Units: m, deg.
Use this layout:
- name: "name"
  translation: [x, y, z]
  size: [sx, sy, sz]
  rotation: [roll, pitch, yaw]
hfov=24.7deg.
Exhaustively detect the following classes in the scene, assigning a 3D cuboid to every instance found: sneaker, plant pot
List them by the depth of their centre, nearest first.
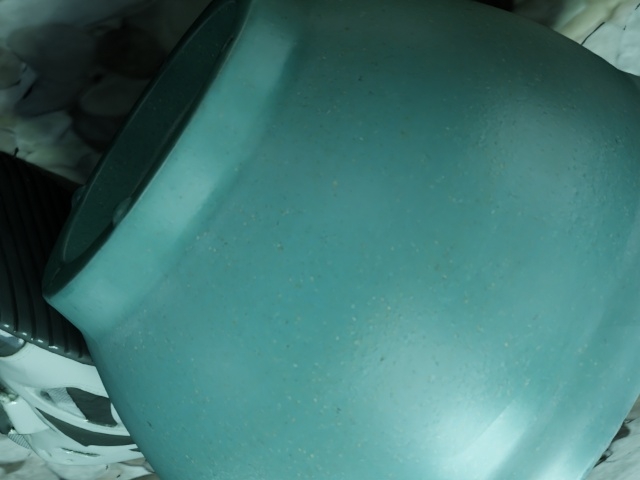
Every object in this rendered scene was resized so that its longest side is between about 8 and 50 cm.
- name: "plant pot"
  translation: [0.000, 0.000, 0.661]
  size: [0.196, 0.293, 0.293]
  rotation: [34, 127, -16]
- name: "sneaker"
  translation: [-0.149, 0.061, 0.791]
  size: [0.146, 0.122, 0.330]
  rotation: [-32, 143, 20]
